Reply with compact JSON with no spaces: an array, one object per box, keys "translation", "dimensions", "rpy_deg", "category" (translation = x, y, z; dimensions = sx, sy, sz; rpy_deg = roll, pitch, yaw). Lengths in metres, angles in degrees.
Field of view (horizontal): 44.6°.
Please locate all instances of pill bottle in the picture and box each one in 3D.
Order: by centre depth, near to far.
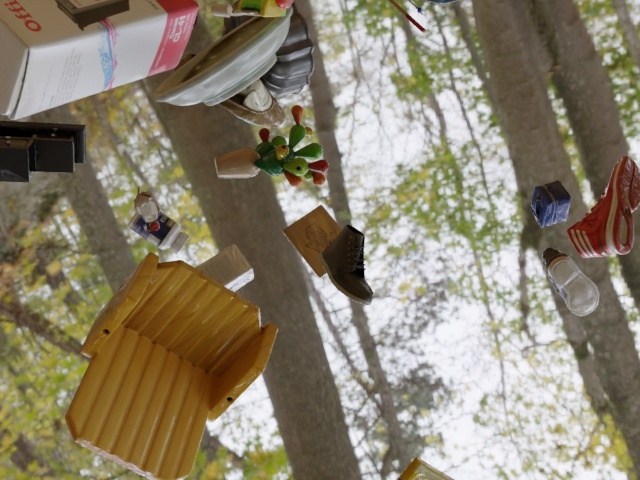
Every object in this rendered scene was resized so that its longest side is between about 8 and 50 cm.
[{"translation":[-0.477,-0.032,2.313],"dimensions":[0.094,0.169,0.094],"rpy_deg":[-53,-171,13],"category":"pill bottle"}]

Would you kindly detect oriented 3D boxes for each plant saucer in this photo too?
[{"translation":[-0.219,-0.429,1.906],"dimensions":[0.400,0.100,0.400],"rpy_deg":[-30,-157,14],"category":"plant saucer"}]

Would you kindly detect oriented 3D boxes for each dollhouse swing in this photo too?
[{"translation":[-0.316,0.279,1.660],"dimensions":[0.315,0.347,0.305],"rpy_deg":[-47,-159,24],"category":"dollhouse swing"}]

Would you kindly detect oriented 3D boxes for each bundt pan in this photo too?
[{"translation":[-0.173,-0.566,2.282],"dimensions":[0.124,0.331,0.331],"rpy_deg":[-30,-153,-33],"category":"bundt pan"}]

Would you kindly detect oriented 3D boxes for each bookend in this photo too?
[{"translation":[-0.496,-0.152,1.351],"dimensions":[0.156,0.072,0.157],"rpy_deg":[2,-159,-10],"category":"bookend"}]

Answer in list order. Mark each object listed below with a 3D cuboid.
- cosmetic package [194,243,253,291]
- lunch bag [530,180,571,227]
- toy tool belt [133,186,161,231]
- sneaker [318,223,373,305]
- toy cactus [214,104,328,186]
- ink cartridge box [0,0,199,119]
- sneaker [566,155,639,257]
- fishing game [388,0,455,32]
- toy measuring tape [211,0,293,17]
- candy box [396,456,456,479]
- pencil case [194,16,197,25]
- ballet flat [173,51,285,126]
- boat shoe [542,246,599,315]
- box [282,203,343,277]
[{"translation":[-0.280,0.112,1.899],"dimensions":[0.231,0.085,0.117],"rpy_deg":[-35,167,-11],"category":"cosmetic package"},{"translation":[0.492,-0.079,1.682],"dimensions":[0.065,0.098,0.067],"rpy_deg":[-16,-132,-8],"category":"lunch bag"},{"translation":[-0.342,-0.063,1.544],"dimensions":[0.052,0.083,0.051],"rpy_deg":[-22,-136,-7],"category":"toy tool belt"},{"translation":[0.077,0.053,1.851],"dimensions":[0.083,0.118,0.222],"rpy_deg":[20,-159,-39],"category":"sneaker"},{"translation":[-0.083,-0.142,1.277],"dimensions":[0.180,0.112,0.219],"rpy_deg":[-12,-149,-10],"category":"toy cactus"},{"translation":[-0.358,-0.319,1.077],"dimensions":[0.306,0.226,0.131],"rpy_deg":[-35,166,-49],"category":"ink cartridge box"},{"translation":[0.539,-0.063,1.506],"dimensions":[0.128,0.087,0.221],"rpy_deg":[-17,-141,49],"category":"sneaker"},{"translation":[0.214,-0.465,1.259],"dimensions":[0.264,0.041,0.189],"rpy_deg":[-45,-114,8],"category":"fishing game"},{"translation":[-0.135,-0.517,1.597],"dimensions":[0.121,0.121,0.330],"rpy_deg":[-7,-166,22],"category":"toy measuring tape"},{"translation":[0.137,0.466,1.308],"dimensions":[0.206,0.105,0.027],"rpy_deg":[-52,-161,8],"category":"candy box"},{"translation":[-0.374,-0.599,2.030],"dimensions":[0.064,0.070,0.152],"rpy_deg":[21,-161,-40],"category":"pencil case"},{"translation":[-0.236,-0.422,2.149],"dimensions":[0.124,0.342,0.116],"rpy_deg":[-39,-151,57],"category":"ballet flat"},{"translation":[0.537,0.086,1.677],"dimensions":[0.075,0.206,0.065],"rpy_deg":[-37,-143,10],"category":"boat shoe"},{"translation":[0.000,0.000,2.542],"dimensions":[0.164,0.201,0.021],"rpy_deg":[-35,164,-15],"category":"box"}]
